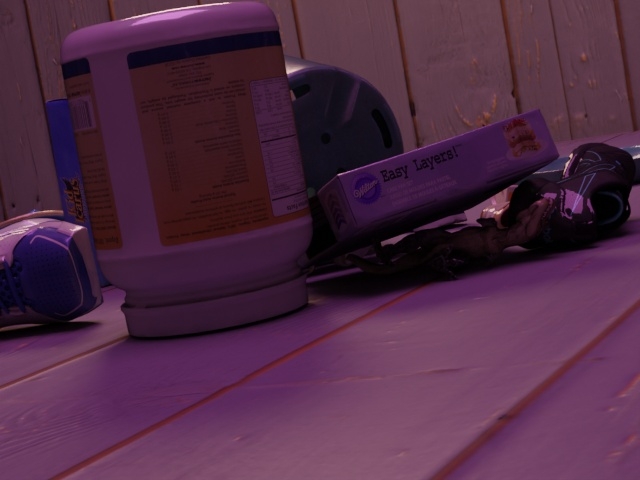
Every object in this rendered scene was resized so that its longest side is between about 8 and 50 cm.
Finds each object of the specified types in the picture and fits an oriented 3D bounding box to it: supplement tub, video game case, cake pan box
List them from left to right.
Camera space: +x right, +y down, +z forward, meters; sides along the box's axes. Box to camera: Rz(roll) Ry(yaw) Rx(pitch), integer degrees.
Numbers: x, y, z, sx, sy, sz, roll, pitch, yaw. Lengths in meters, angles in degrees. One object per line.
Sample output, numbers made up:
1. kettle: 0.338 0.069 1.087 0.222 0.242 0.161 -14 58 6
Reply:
1. video game case: -0.275 -0.086 2.190 0.061 0.270 0.244 -3 9 36
2. supplement tub: -0.132 -0.074 1.552 0.228 0.316 0.228 -9 6 1
3. cake pan box: 0.097 -0.050 1.676 0.266 0.070 0.246 -20 -7 -19

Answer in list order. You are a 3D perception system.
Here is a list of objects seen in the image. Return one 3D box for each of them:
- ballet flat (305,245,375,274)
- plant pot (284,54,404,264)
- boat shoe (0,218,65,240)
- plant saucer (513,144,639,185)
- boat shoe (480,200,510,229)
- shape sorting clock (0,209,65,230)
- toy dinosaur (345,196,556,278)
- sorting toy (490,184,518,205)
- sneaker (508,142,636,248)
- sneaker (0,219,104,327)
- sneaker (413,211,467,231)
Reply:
1. ballet flat: 0.000 0.000 1.834 0.248 0.086 0.086 -6 4 -20
2. plant pot: -0.081 -0.115 2.020 0.341 0.341 0.334 -12 14 -28
3. boat shoe: -0.470 0.043 2.229 0.302 0.109 0.094 -12 43 -41
4. plant saucer: 0.445 -0.114 2.418 0.317 0.044 0.317 -10 5 1
5. boat shoe: 0.272 -0.039 1.929 0.135 0.050 0.045 -23 13 -21
6. shape sorting clock: -0.461 0.012 2.366 0.206 0.040 0.206 -22 -18 -8
7. toy dinosaur: 0.124 0.011 1.629 0.268 0.064 0.118 -12 0 29
8. sorting toy: 0.289 -0.058 2.140 0.075 0.045 0.083 -3 4 -11
9. sneaker: 0.318 -0.044 1.740 0.106 0.101 0.267 6 22 34
10. sneaker: -0.415 0.068 1.724 0.315 0.127 0.182 -3 18 32
11. sneaker: 0.121 -0.062 2.183 0.090 0.095 0.235 -16 7 -39
